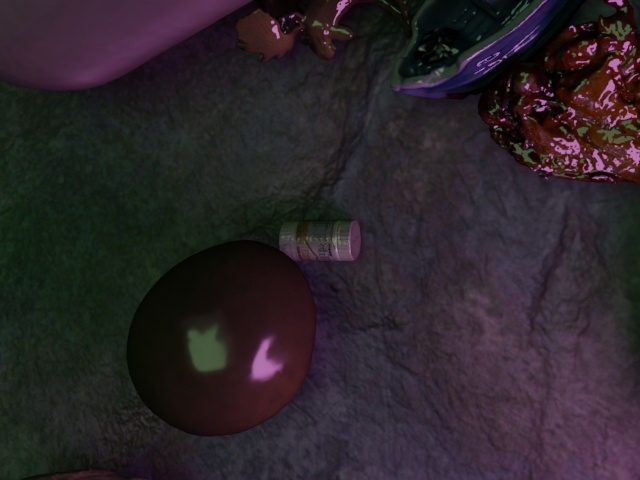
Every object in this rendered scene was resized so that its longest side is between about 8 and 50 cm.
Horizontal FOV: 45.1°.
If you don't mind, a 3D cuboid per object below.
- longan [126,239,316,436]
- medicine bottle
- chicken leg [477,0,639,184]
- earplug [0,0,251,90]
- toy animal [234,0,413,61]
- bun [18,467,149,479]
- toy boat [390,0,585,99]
[{"bbox_3d":[-0.103,0.106,0.823,0.220,0.196,0.196,-39,79,8],"label":"longan"},{"bbox_3d":[0.000,0.000,0.859,0.083,0.047,0.047,0,91,19],"label":"medicine bottle"},{"bbox_3d":[0.311,-0.136,0.707,0.323,0.083,0.177,7,125,13],"label":"chicken leg"},{"bbox_3d":[-0.238,-0.332,0.795,0.394,0.313,0.312,-22,84,31],"label":"earplug"},{"bbox_3d":[0.019,-0.275,0.833,0.186,0.094,0.214,23,91,13],"label":"toy animal"},{"bbox_3d":[-0.269,0.421,0.882,0.360,0.211,0.359,5,100,28],"label":"bun"},{"bbox_3d":[0.176,-0.258,0.730,0.309,0.142,0.129,-48,47,15],"label":"toy boat"}]
